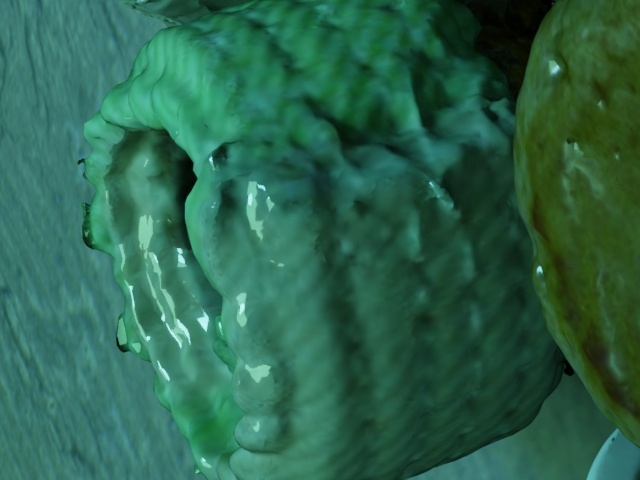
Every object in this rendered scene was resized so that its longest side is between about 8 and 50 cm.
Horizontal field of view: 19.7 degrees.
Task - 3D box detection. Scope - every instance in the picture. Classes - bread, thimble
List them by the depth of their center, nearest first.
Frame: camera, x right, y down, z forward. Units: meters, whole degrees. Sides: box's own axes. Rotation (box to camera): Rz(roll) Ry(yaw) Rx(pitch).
[{"bbox_3d":[0.164,-0.012,0.562,0.230,0.123,0.230,31,128,48],"label":"bread"},{"bbox_3d":[0.000,0.000,0.759,0.219,0.150,0.219,51,151,42],"label":"thimble"}]

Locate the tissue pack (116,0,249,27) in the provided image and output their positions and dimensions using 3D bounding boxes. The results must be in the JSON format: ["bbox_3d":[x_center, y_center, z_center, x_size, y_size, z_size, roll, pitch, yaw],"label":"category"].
[{"bbox_3d":[-0.149,-0.267,0.896,0.125,0.242,0.343,-44,58,17],"label":"tissue pack"}]

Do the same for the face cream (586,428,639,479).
[{"bbox_3d":[0.137,0.234,0.731,0.145,0.145,0.369,51,145,38],"label":"face cream"}]

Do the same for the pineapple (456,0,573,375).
[{"bbox_3d":[0.069,-0.037,0.820,0.221,0.047,0.221,43,142,48],"label":"pineapple"}]
